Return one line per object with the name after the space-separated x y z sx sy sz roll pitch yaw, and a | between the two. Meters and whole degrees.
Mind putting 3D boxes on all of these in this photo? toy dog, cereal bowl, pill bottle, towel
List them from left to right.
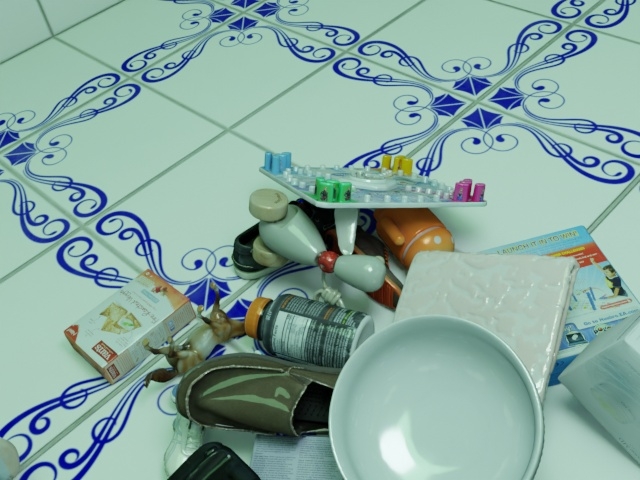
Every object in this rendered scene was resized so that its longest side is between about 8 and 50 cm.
-0.026 0.181 1.459 0.245 0.130 0.130 13 49 22 | pill bottle
0.000 0.000 1.539 0.333 0.220 0.161 40 46 11 | toy dog
0.191 0.299 1.181 0.338 0.141 0.339 -9 63 18 | cereal bowl
0.283 0.165 1.354 0.331 0.053 0.317 2 62 38 | towel

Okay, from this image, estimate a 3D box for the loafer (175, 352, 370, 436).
-0.070 0.275 1.291 0.365 0.134 0.130 1 4 -9 | loafer

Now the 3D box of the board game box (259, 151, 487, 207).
0.105 -0.140 1.625 0.389 0.050 0.390 -1 16 -23 | board game box

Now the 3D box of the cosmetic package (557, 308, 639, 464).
0.547 0.237 1.178 0.138 0.225 0.224 -37 76 -23 | cosmetic package

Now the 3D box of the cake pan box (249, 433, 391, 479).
-0.001 0.449 1.227 0.266 0.070 0.246 -1 47 9 | cake pan box

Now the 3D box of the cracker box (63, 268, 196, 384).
-0.408 0.179 1.576 0.155 0.067 0.232 29 57 34 | cracker box

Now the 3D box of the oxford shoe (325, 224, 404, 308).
0.119 0.044 1.600 0.098 0.097 0.271 -22 46 -23 | oxford shoe

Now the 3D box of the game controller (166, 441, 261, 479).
-0.239 0.483 1.204 0.166 0.067 0.319 34 70 33 | game controller

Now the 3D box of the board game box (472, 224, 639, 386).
0.444 0.131 1.453 0.308 0.086 0.302 -14 44 -4 | board game box

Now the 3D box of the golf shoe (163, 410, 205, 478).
-0.241 0.361 1.336 0.069 0.086 0.176 14 43 -20 | golf shoe

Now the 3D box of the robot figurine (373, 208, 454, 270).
0.209 -0.012 1.608 0.128 0.158 0.219 -33 55 -6 | robot figurine

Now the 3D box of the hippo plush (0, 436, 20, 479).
-0.678 0.476 1.267 0.236 0.234 0.294 -25 20 29 | hippo plush

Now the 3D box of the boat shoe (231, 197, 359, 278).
-0.058 -0.038 1.699 0.340 0.113 0.127 -25 46 -15 | boat shoe

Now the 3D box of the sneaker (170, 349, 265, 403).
-0.195 0.266 1.438 0.211 0.081 0.080 -18 46 -6 | sneaker

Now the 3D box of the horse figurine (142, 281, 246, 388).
-0.249 0.201 1.479 0.263 0.174 0.066 -43 55 -13 | horse figurine
